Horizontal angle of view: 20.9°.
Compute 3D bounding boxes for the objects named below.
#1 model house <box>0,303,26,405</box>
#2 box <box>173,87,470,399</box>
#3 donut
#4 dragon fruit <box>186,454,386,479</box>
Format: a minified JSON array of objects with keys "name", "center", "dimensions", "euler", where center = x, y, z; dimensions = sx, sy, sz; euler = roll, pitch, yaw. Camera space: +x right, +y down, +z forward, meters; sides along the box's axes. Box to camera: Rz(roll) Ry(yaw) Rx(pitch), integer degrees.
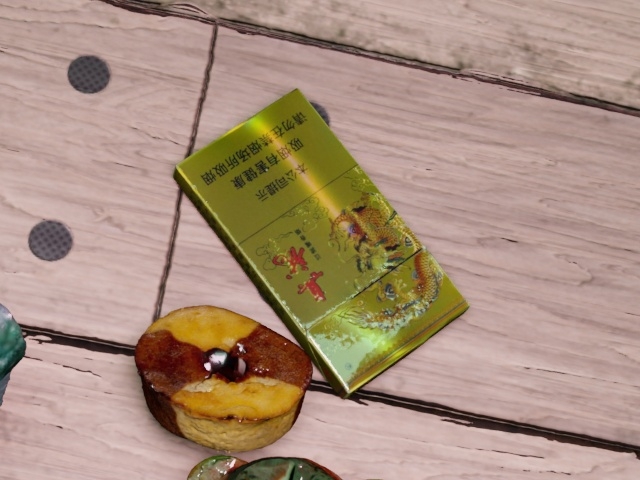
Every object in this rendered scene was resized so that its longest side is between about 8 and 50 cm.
[{"name":"model house","center":[-0.497,0.132,1.627],"dimensions":[0.295,0.252,0.329],"euler":[44,65,7]},{"name":"box","center":[0.000,0.000,1.880],"dimensions":[0.173,0.043,0.311],"euler":[-34,79,-19]},{"name":"donut","center":[-0.101,0.145,1.767],"dimensions":[0.184,0.073,0.166],"euler":[17,36,17]},{"name":"dragon fruit","center":[-0.041,0.325,1.676],"dimensions":[0.295,0.130,0.268],"euler":[-46,45,-11]}]
